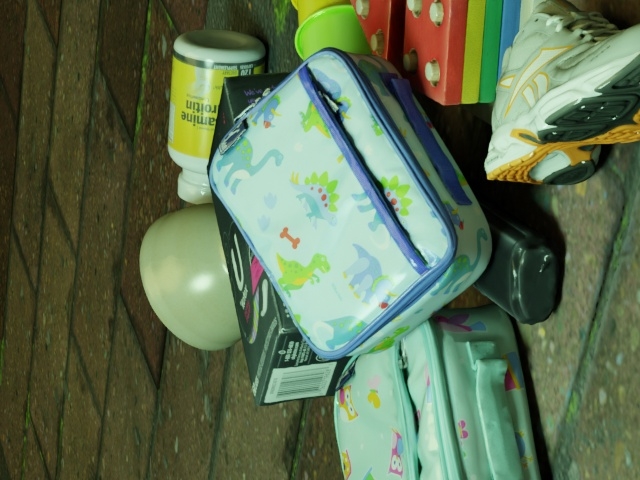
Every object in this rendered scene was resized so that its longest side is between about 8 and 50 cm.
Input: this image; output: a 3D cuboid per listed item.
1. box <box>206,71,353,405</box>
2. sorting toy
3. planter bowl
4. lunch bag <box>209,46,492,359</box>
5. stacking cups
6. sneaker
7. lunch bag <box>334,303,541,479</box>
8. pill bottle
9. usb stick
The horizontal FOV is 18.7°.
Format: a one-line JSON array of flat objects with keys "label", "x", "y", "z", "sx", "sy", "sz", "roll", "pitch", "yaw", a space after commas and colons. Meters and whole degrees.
[{"label": "box", "x": -0.009, "y": -0.005, "z": 1.807, "sx": 0.165, "sy": 0.143, "sz": 0.270, "roll": 107, "pitch": 153, "yaw": -58}, {"label": "sorting toy", "x": 0.099, "y": -0.233, "z": 1.567, "sx": 0.255, "sy": 0.089, "sz": 0.257, "roll": -139, "pitch": 49, "yaw": -64}, {"label": "planter bowl", "x": -0.099, "y": 0.027, "z": 2.102, "sx": 0.109, "sy": 0.162, "sz": 0.162, "roll": -26, "pitch": 66, "yaw": 40}, {"label": "lunch bag", "x": 0.024, "y": -0.032, "z": 1.533, "sx": 0.176, "sy": 0.090, "sz": 0.219, "roll": -39, "pitch": 69, "yaw": 28}, {"label": "stacking cups", "x": 0.026, "y": -0.104, "z": 1.706, "sx": 0.096, "sy": 0.096, "sz": 0.316, "roll": 115, "pitch": 156, "yaw": -53}, {"label": "sneaker", "x": 0.179, "y": -0.123, "z": 1.355, "sx": 0.262, "sy": 0.099, "sz": 0.121, "roll": 146, "pitch": 123, "yaw": -66}, {"label": "lunch bag", "x": 0.099, "y": 0.193, "z": 1.601, "sx": 0.224, "sy": 0.107, "sz": 0.279, "roll": 127, "pitch": 137, "yaw": -61}, {"label": "pill bottle", "x": -0.118, "y": -0.137, "z": 2.173, "sx": 0.103, "sy": 0.103, "sz": 0.184, "roll": -132, "pitch": 42, "yaw": -61}, {"label": "usb stick", "x": 0.122, "y": -0.007, "z": 1.603, "sx": 0.278, "sy": 0.045, "sz": 0.077, "roll": -139, "pitch": 42, "yaw": -64}]
